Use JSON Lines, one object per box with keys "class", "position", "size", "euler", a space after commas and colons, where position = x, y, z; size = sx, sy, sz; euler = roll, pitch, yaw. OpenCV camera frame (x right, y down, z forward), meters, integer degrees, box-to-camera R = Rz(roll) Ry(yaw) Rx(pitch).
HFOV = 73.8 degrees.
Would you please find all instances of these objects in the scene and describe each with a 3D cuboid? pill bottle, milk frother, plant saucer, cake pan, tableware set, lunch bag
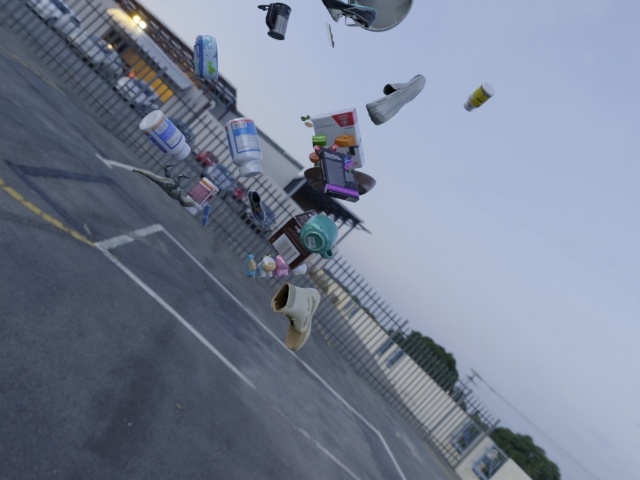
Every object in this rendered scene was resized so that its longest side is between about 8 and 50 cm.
{"class": "pill bottle", "position": [-0.862, -0.580, 2.391], "size": [0.152, 0.152, 0.272], "euler": [43, -6, 44]}
{"class": "pill bottle", "position": [-0.308, -0.375, 1.738], "size": [0.124, 0.124, 0.221], "euler": [142, -65, -88]}
{"class": "milk frother", "position": [-0.221, -1.000, 1.935], "size": [0.129, 0.134, 0.143], "euler": [13, 2, -44]}
{"class": "plant saucer", "position": [0.080, -0.242, 1.807], "size": [0.311, 0.050, 0.310], "euler": [7, -8, 1]}
{"class": "cake pan", "position": [0.268, -1.061, 1.888], "size": [0.293, 0.293, 0.054], "euler": [45, 10, 10]}
{"class": "pill bottle", "position": [-0.512, -0.186, 1.810], "size": [0.086, 0.152, 0.086], "euler": [39, -7, 6]}
{"class": "tableware set", "position": [-0.032, -0.614, 2.251], "size": [0.154, 0.104, 0.024], "euler": [48, -44, 21]}
{"class": "pill bottle", "position": [0.631, -0.569, 1.703], "size": [0.065, 0.065, 0.116], "euler": [46, -38, -3]}
{"class": "lunch bag", "position": [-0.486, -0.775, 1.801], "size": [0.219, 0.090, 0.175], "euler": [-132, -136, -60]}

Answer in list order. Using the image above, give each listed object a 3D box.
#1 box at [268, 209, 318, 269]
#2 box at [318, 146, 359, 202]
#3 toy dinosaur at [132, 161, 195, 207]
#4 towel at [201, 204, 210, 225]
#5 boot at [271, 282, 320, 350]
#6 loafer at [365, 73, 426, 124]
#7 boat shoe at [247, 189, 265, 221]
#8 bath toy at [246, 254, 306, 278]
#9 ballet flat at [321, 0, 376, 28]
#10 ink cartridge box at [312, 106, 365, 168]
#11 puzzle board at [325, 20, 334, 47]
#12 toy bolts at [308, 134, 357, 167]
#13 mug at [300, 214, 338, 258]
{"class": "box", "position": [-0.073, -0.006, 1.794], "size": [0.168, 0.167, 0.203], "euler": [51, 25, 6]}
{"class": "box", "position": [0.055, -0.198, 1.287], "size": [0.116, 0.029, 0.162], "euler": [11, 61, -33]}
{"class": "toy dinosaur", "position": [-0.595, -0.237, 1.689], "size": [0.268, 0.118, 0.064], "euler": [37, 7, -20]}
{"class": "towel", "position": [-0.655, -0.146, 2.429], "size": [0.029, 0.119, 0.067], "euler": [12, 7, -18]}
{"class": "boot", "position": [-0.115, 0.297, 1.648], "size": [0.095, 0.261, 0.203], "euler": [22, -1, 38]}
{"class": "loafer", "position": [0.309, -0.593, 1.728], "size": [0.111, 0.319, 0.112], "euler": [53, -24, -16]}
{"class": "boat shoe", "position": [-0.332, -0.175, 2.225], "size": [0.083, 0.065, 0.183], "euler": [28, -40, 67]}
{"class": "bath toy", "position": [-0.229, 0.131, 2.308], "size": [0.349, 0.128, 0.151], "euler": [0, -9, -34]}
{"class": "ballet flat", "position": [0.080, -0.736, 1.377], "size": [0.203, 0.074, 0.074], "euler": [24, -7, 10]}
{"class": "ink cartridge box", "position": [0.091, -0.473, 2.037], "size": [0.114, 0.197, 0.272], "euler": [-66, 145, -60]}
{"class": "puzzle board", "position": [0.042, -0.905, 1.870], "size": [0.128, 0.011, 0.096], "euler": [-104, 180, -57]}
{"class": "toy bolts", "position": [0.054, -0.355, 1.857], "size": [0.228, 0.219, 0.158], "euler": [-86, 173, -60]}
{"class": "mug", "position": [0.001, -0.008, 1.558], "size": [0.158, 0.129, 0.097], "euler": [38, 33, -2]}
